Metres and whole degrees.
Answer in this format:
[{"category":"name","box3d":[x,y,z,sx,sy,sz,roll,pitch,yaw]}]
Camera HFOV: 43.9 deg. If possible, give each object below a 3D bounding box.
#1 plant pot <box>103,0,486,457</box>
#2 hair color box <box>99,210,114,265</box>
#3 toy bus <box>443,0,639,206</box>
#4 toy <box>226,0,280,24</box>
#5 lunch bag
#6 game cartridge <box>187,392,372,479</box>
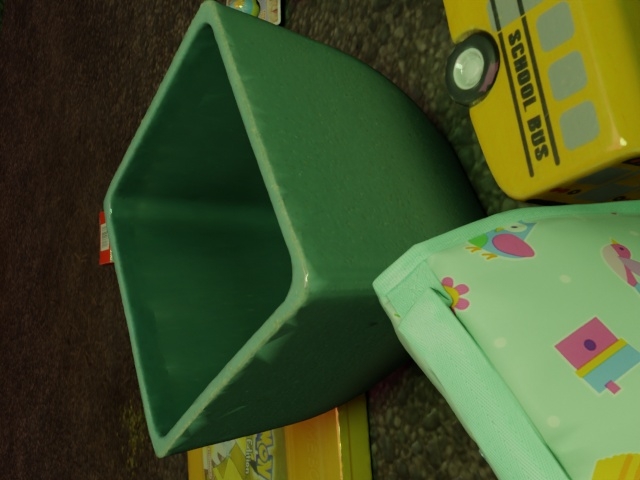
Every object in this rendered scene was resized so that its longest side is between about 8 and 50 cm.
[{"category":"plant pot","box3d":[0.000,0.000,0.644,0.247,0.252,0.248,-50,49,41]},{"category":"hair color box","box3d":[-0.218,-0.002,1.052,0.043,0.141,0.072,-11,79,55]},{"category":"toy bus","box3d":[0.157,-0.188,0.558,0.130,0.108,0.333,-29,65,50]},{"category":"toy","box3d":[-0.097,-0.370,0.980,0.137,0.056,0.237,-3,85,54]},{"category":"lunch bag","box3d":[0.170,0.092,0.387,0.160,0.262,0.223,-60,44,32]},{"category":"game cartridge","box3d":[-0.063,0.195,0.895,0.323,0.052,0.285,-19,72,54]}]
